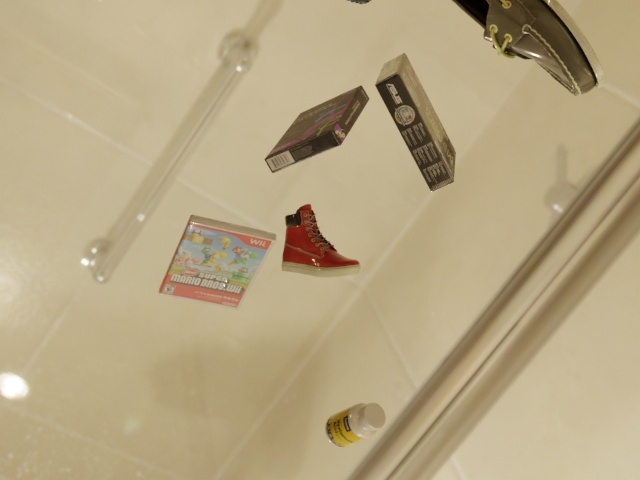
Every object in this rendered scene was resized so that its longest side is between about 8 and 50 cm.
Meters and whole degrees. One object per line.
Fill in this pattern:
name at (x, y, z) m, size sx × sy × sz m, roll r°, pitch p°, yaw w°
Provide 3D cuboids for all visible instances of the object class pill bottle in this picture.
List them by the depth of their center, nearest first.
pill bottle at (0.065, 0.331, 1.645) m, size 0.065 × 0.116 × 0.065 m, roll 18°, pitch -124°, yaw -29°

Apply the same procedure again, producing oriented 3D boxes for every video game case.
video game case at (-0.245, 0.057, 2.127) m, size 0.204 × 0.285 × 0.025 m, roll 13°, pitch -133°, yaw -18°

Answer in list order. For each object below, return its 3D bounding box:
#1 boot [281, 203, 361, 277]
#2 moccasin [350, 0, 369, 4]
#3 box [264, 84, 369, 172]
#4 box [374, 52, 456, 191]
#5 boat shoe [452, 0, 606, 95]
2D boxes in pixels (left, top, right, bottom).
boot at (0.000, 0.000, 2.273) m, size 0.244 × 0.176 × 0.088 m, roll 7°, pitch -174°, yaw 41°
moccasin at (0.080, -0.507, 1.594) m, size 0.137 × 0.117 × 0.342 m, roll 26°, pitch -133°, yaw -11°
box at (-0.003, -0.161, 1.300) m, size 0.029 × 0.116 × 0.162 m, roll 59°, pitch -150°, yaw -19°
box at (0.217, -0.267, 2.026) m, size 0.270 × 0.060 × 0.216 m, roll 60°, pitch -161°, yaw -15°
boat shoe at (0.242, -0.285, 1.160) m, size 0.305 × 0.091 × 0.109 m, roll 56°, pitch -177°, yaw 25°
